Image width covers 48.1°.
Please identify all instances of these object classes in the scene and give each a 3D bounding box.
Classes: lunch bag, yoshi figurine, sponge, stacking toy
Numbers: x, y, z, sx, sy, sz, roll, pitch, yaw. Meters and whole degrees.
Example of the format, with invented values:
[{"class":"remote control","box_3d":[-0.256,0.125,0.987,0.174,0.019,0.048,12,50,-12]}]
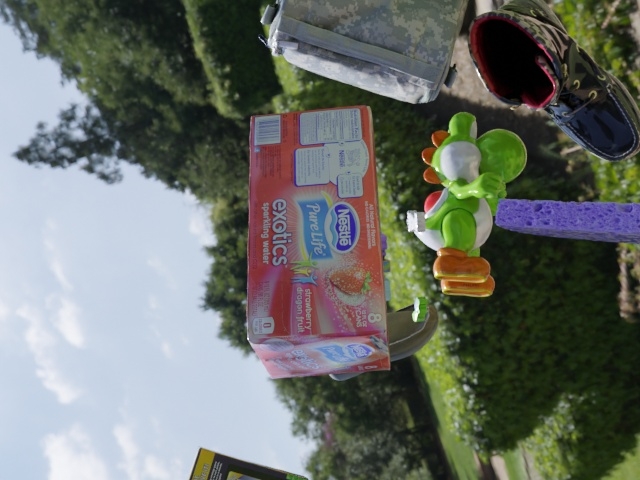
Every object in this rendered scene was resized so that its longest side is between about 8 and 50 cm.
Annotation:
[{"class":"lunch bag","box_3d":[0.077,-0.353,1.157,0.256,0.305,0.212,-73,2,-54]},{"class":"yoshi figurine","box_3d":[0.316,-0.081,1.389,0.203,0.203,0.362,-24,56,55]},{"class":"sponge","box_3d":[0.285,-0.016,0.679,0.117,0.210,0.031,9,-92,-50]},{"class":"stacking toy","box_3d":[0.108,0.051,1.309,0.052,0.167,0.221,-162,69,-74]}]

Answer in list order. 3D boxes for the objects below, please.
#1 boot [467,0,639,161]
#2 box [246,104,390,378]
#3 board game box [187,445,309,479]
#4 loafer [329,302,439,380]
[{"class":"boot","box_3d":[0.415,-0.272,1.262,0.377,0.138,0.284,55,-146,1]},{"class":"box","box_3d":[0.000,0.000,0.867,0.142,0.154,0.300,75,-170,-61]},{"class":"board game box","box_3d":[-0.106,0.349,0.855,0.048,0.141,0.170,130,159,-74]},{"class":"loafer","box_3d":[0.116,0.190,1.417,0.087,0.251,0.094,60,-178,-35]}]
